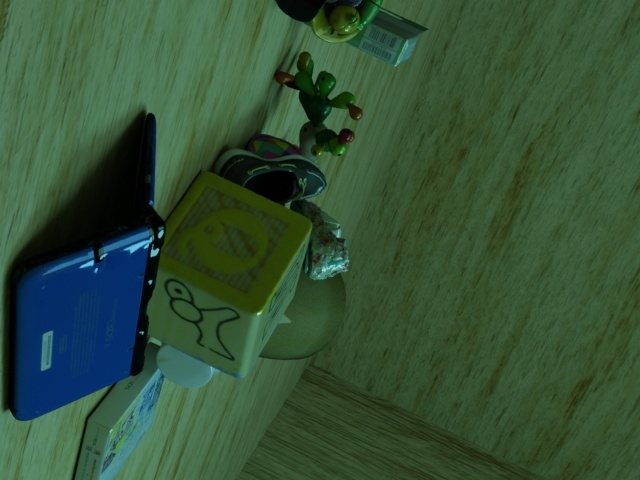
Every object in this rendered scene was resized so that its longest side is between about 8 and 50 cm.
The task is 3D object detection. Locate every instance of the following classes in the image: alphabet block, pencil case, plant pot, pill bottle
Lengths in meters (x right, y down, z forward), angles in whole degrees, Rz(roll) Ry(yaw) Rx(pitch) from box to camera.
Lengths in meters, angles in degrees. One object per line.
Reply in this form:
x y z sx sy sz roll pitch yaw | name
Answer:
-0.143 0.052 1.803 0.197 0.192 0.193 107 9 -55 | alphabet block
-0.105 -0.059 2.053 0.104 0.104 0.236 -52 164 -59 | pencil case
-0.111 0.112 2.219 0.254 0.237 0.237 -3 119 -65 | plant pot
-0.182 0.130 1.953 0.216 0.121 0.121 -68 178 -51 | pill bottle

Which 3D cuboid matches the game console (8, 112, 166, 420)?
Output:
-0.276 0.033 1.428 0.250 0.173 0.293 -22 148 -30 | game console

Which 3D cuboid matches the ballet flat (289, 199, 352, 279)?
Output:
0.000 0.000 1.942 0.241 0.077 0.091 -108 -160 -64 | ballet flat

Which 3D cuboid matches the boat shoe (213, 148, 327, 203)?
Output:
-0.067 -0.089 1.915 0.228 0.068 0.081 4 123 -48 | boat shoe

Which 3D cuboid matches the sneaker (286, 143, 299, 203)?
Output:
-0.075 -0.119 2.295 0.065 0.061 0.158 -29 154 -28 | sneaker

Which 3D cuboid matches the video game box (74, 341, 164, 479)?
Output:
-0.314 0.289 1.935 0.205 0.048 0.187 -56 170 -52 | video game box

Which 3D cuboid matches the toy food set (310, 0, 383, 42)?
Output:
0.061 -0.408 1.891 0.071 0.128 0.217 16 -101 54 | toy food set

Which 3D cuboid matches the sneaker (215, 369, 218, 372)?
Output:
-0.228 0.217 2.237 0.095 0.090 0.235 -51 168 -4 | sneaker

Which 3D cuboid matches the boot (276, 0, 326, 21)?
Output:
0.064 -0.455 1.698 0.280 0.096 0.264 -62 -171 -17 | boot

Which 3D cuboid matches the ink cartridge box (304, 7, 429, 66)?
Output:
0.083 -0.360 2.066 0.056 0.171 0.235 -66 173 16 | ink cartridge box

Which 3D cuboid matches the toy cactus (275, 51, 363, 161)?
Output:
-0.011 -0.196 2.002 0.112 0.219 0.180 -16 145 -25 | toy cactus
